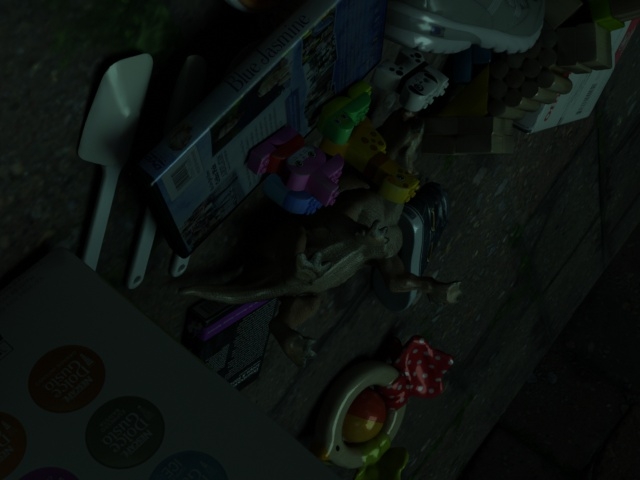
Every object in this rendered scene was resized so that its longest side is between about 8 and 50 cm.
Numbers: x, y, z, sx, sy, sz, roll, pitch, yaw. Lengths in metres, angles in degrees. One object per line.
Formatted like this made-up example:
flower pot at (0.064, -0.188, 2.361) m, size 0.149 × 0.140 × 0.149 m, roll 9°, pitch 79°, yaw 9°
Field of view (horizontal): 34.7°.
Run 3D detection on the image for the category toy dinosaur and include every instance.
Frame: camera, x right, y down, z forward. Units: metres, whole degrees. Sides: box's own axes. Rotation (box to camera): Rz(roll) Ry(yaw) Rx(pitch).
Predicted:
toy dinosaur at (0.000, 0.000, 0.993) m, size 0.296 × 0.200 × 0.127 m, roll -25°, pitch 124°, yaw -11°

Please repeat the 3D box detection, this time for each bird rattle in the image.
bird rattle at (0.082, 0.251, 1.490) m, size 0.207 × 0.143 × 0.253 m, roll 19°, pitch 102°, yaw -50°

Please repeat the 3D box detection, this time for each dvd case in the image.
dvd case at (-0.037, -0.103, 0.799) m, size 0.253 × 0.022 × 0.180 m, roll -47°, pitch 168°, yaw -12°

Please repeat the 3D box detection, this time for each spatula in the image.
spatula at (-0.129, -0.046, 0.799) m, size 0.168 × 0.019 × 0.242 m, roll -27°, pitch 149°, yaw -49°

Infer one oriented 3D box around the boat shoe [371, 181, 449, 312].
boat shoe at (0.120, 0.012, 1.300) m, size 0.083 × 0.065 × 0.183 m, roll -37°, pitch 151°, yaw -34°

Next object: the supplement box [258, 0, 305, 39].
supplement box at (-0.005, -0.187, 0.819) m, size 0.098 × 0.036 × 0.062 m, roll -43°, pitch 157°, yaw -27°

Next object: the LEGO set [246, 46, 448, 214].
LEGO set at (0.038, -0.071, 0.879) m, size 0.227 × 0.093 × 0.087 m, roll -40°, pitch 163°, yaw -39°

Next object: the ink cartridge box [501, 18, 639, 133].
ink cartridge box at (0.302, -0.231, 1.298) m, size 0.218 × 0.092 × 0.158 m, roll -22°, pitch 140°, yaw -56°

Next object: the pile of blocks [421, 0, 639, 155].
pile of blocks at (0.255, -0.224, 1.136) m, size 0.362 × 0.149 × 0.113 m, roll -39°, pitch 166°, yaw 23°

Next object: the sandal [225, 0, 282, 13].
sandal at (-0.004, -0.260, 0.671) m, size 0.102 × 0.076 × 0.265 m, roll -29°, pitch 146°, yaw -46°

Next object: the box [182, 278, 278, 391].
box at (-0.097, 0.109, 1.054) m, size 0.116 × 0.029 × 0.162 m, roll -31°, pitch 146°, yaw -43°

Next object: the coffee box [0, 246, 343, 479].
coffee box at (-0.169, 0.283, 0.741) m, size 0.338 × 0.334 × 0.338 m, roll -43°, pitch 154°, yaw -23°

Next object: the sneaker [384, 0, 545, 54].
sneaker at (0.150, -0.243, 0.966) m, size 0.281 × 0.105 × 0.115 m, roll -24°, pitch 136°, yaw -56°
